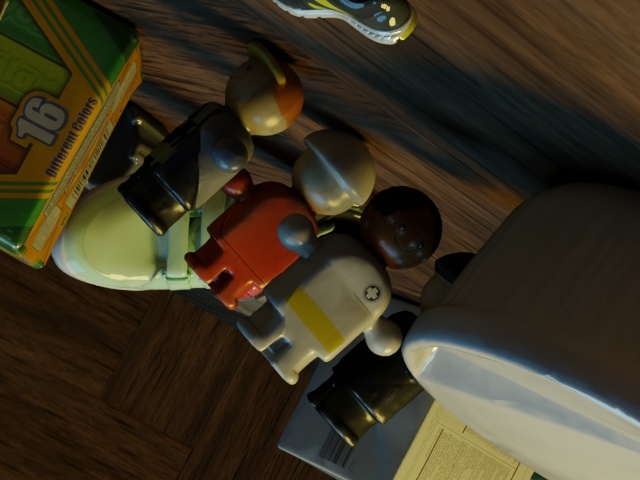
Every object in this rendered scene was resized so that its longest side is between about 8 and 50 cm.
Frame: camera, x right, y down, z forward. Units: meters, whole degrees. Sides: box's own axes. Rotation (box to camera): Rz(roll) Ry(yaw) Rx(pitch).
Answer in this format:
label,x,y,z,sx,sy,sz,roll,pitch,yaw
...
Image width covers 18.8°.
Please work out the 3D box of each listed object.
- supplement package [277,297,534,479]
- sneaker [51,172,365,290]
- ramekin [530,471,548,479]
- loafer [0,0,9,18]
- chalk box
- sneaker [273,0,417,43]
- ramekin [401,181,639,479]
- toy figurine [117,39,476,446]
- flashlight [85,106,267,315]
label,x,y,z,sx,sy,sz,roll,pitch,yaw
supplement package,0.140,0.208,2.047,0.263,0.198,0.199,33,171,-35
sneaker,-0.071,-0.006,1.485,0.256,0.094,0.151,-3,-174,-19
ramekin,0.312,0.174,1.335,0.303,0.148,0.303,28,173,3
loafer,-0.221,-0.168,1.127,0.092,0.102,0.268,8,176,7
chalk box,-0.295,-0.127,1.396,0.289,0.180,0.179,27,173,-1
sneaker,0.007,-0.121,0.901,0.083,0.031,0.035,21,157,23
ramekin,0.191,0.076,1.098,0.273,0.127,0.273,29,168,7
toy figurine,0.000,0.000,1.208,0.213,0.148,0.209,47,177,29
flashlight,-0.119,-0.022,1.785,0.103,0.103,0.304,25,173,32
